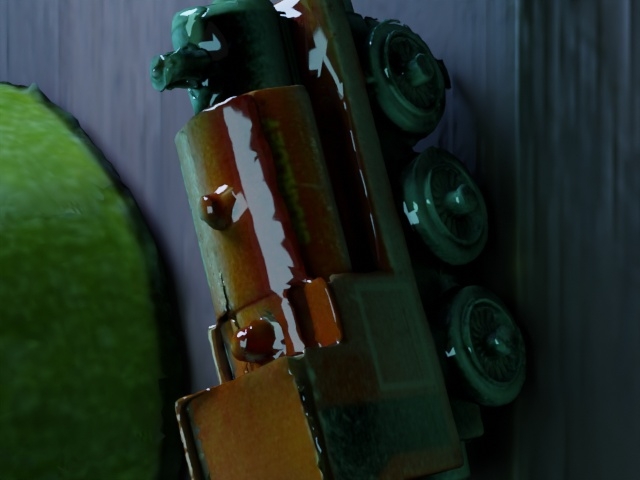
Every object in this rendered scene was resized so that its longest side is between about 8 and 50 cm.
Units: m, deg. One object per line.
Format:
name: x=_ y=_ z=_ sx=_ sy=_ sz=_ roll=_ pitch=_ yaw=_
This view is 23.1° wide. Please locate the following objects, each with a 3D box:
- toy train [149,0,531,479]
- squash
toy train: x=0.000 y=0.000 z=0.489 sx=0.074 sy=0.118 sz=0.176 roll=-21 pitch=79 yaw=36
squash: x=-0.262 y=0.072 z=0.594 sx=0.310 sy=0.309 sz=0.310 roll=-1 pitch=89 yaw=40
